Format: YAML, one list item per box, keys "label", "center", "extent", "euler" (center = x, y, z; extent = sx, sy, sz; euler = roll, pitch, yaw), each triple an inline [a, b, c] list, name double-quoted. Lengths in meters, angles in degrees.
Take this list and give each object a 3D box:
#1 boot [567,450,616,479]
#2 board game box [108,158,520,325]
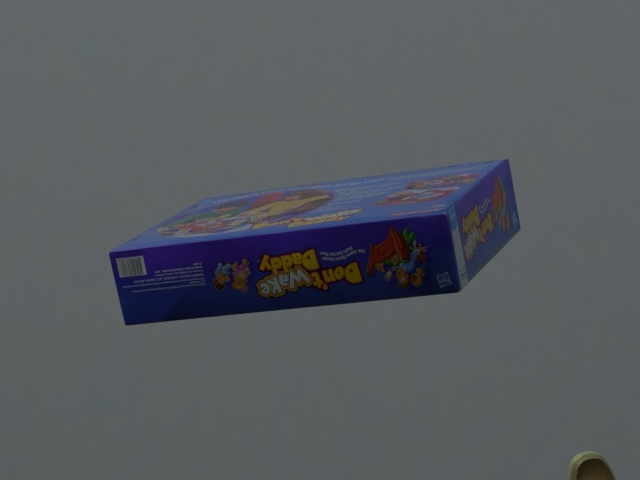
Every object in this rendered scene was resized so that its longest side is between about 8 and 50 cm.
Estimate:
- label: "boot"
  center: [0.411, 0.418, 2.597]
  extent: [0.077, 0.213, 0.165]
  euler: [-9, 6, -1]
- label: "board game box"
  center: [0.000, 0.000, 1.798]
  extent: [0.347, 0.233, 0.078]
  euler: [-7, -78, 23]
